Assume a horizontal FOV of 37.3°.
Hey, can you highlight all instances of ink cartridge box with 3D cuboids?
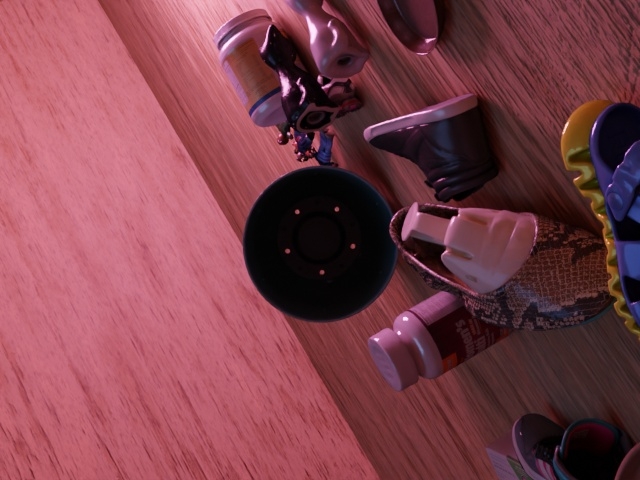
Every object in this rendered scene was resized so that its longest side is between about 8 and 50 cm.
[{"bbox_3d":[0.399,0.448,1.663,0.212,0.093,0.154,64,164,-12],"label":"ink cartridge box"}]

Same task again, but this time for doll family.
[{"bbox_3d":[-0.029,-0.204,1.972,0.193,0.076,0.111,54,144,45],"label":"doll family"}]

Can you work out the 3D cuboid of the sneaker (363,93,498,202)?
[{"bbox_3d":[0.160,-0.125,1.430,0.296,0.105,0.146,0,111,68],"label":"sneaker"}]

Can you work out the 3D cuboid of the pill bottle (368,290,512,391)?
[{"bbox_3d":[0.198,0.153,1.566,0.121,0.221,0.121,55,163,25],"label":"pill bottle"}]

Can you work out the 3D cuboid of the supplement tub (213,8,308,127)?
[{"bbox_3d":[-0.112,-0.341,1.880,0.199,0.144,0.144,61,165,7],"label":"supplement tub"}]

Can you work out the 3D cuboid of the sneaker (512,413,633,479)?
[{"bbox_3d":[0.384,0.325,1.447,0.295,0.124,0.178,-129,23,-52],"label":"sneaker"}]

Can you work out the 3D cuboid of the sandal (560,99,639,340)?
[{"bbox_3d":[0.360,-0.004,0.971,0.317,0.126,0.138,62,161,-4],"label":"sandal"}]

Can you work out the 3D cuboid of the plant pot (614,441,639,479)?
[{"bbox_3d":[0.471,0.357,1.163,0.237,0.110,0.237,-178,90,-70],"label":"plant pot"}]

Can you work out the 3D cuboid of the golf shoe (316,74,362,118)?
[{"bbox_3d":[0.016,-0.265,1.757,0.186,0.067,0.086,-12,97,64],"label":"golf shoe"}]

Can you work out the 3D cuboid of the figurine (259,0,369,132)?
[{"bbox_3d":[-0.027,-0.334,1.647,0.209,0.092,0.215,60,141,26],"label":"figurine"}]

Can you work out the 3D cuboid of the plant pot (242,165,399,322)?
[{"bbox_3d":[0.000,0.000,1.873,0.293,0.293,0.235,63,-179,-4],"label":"plant pot"}]

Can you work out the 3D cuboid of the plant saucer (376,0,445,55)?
[{"bbox_3d":[0.125,-0.342,1.325,0.168,0.029,0.168,55,163,27],"label":"plant saucer"}]

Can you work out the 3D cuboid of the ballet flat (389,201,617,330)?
[{"bbox_3d":[0.215,0.016,1.337,0.182,0.164,0.483,32,176,-18],"label":"ballet flat"}]
